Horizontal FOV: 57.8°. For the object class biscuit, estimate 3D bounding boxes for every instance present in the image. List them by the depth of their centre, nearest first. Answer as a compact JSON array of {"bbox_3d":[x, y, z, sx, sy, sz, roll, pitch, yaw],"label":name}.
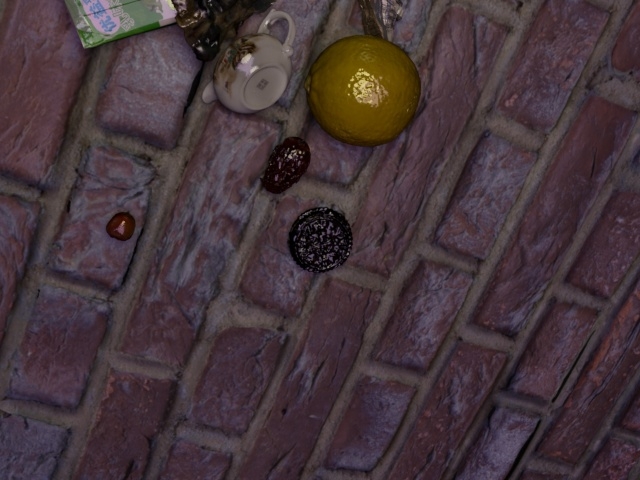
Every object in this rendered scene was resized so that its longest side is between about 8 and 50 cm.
[{"bbox_3d":[0.000,0.000,1.641,0.194,0.053,0.194,-4,110,-10],"label":"biscuit"}]

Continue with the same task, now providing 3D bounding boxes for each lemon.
[{"bbox_3d":[0.107,-0.365,1.423,0.293,0.293,0.293,-4,110,-11],"label":"lemon"}]

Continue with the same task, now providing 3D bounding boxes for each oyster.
[{"bbox_3d":[-0.182,-0.574,1.335,0.361,0.096,0.221,-42,147,-23],"label":"oyster"}]

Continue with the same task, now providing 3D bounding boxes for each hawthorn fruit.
[{"bbox_3d":[-0.519,-0.037,1.511,0.077,0.077,0.077,-4,110,-11],"label":"hawthorn fruit"}]

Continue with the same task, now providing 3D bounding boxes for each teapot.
[{"bbox_3d":[-0.161,-0.417,1.408,0.298,0.139,0.204,-44,150,9],"label":"teapot"}]

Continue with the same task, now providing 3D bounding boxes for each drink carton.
[{"bbox_3d":[-0.437,-0.555,1.324,0.271,0.108,0.161,-19,111,-6],"label":"drink carton"}]

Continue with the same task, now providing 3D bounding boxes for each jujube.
[{"bbox_3d":[-0.086,-0.194,1.538,0.104,0.104,0.166,23,115,-19],"label":"jujube"}]

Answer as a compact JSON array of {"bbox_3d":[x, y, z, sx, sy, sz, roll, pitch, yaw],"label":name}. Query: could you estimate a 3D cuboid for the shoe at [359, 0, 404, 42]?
[{"bbox_3d":[0.158,-0.576,1.462,0.092,0.089,0.180,-25,115,-16],"label":"shoe"}]
